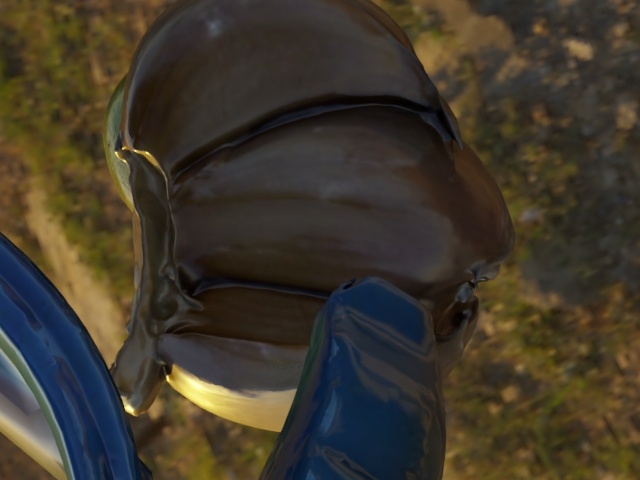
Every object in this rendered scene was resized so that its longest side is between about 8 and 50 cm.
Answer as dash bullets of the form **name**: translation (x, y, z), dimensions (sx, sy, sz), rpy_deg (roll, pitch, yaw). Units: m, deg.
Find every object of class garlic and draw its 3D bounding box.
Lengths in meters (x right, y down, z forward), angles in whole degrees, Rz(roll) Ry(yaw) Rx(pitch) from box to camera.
- **garlic**: translation (-0.009, -0.013, 0.920), dimensions (0.160, 0.191, 0.214), rpy_deg (114, 154, -83)

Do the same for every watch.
- **watch**: translation (-0.125, 0.082, 0.533), dimensions (0.274, 0.305, 0.241), rpy_deg (38, 165, 5)

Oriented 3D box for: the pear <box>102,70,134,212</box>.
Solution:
- **pear**: translation (-0.096, -0.071, 1.570), dimensions (0.166, 0.180, 0.216), rpy_deg (24, 145, 1)
